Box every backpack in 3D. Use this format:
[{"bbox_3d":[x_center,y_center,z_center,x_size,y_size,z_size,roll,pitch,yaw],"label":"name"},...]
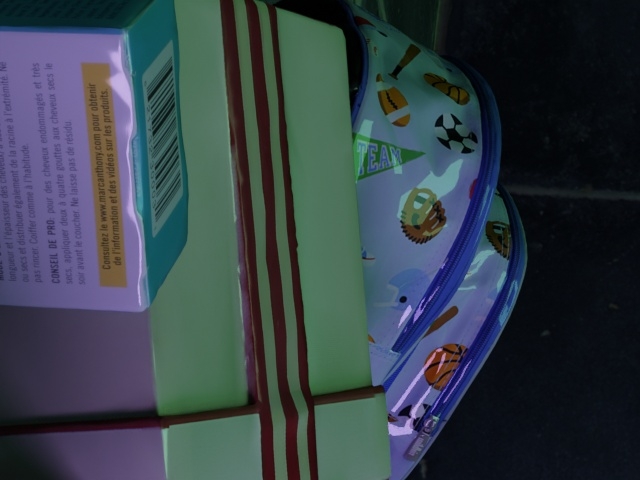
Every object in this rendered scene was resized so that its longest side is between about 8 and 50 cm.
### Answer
[{"bbox_3d":[0.000,0.000,1.070,0.263,0.213,0.276,-62,-154,24],"label":"backpack"}]

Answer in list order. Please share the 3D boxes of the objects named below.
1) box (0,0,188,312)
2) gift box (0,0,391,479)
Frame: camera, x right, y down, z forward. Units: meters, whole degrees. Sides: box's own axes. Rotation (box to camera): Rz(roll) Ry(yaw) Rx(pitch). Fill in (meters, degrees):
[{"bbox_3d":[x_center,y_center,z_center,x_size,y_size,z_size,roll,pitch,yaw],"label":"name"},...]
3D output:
[{"bbox_3d":[-0.172,-0.037,0.628,0.060,0.244,0.100,-66,157,-63],"label":"box"},{"bbox_3d":[-0.134,0.032,0.811,0.276,0.255,0.258,-1,85,-61],"label":"gift box"}]
